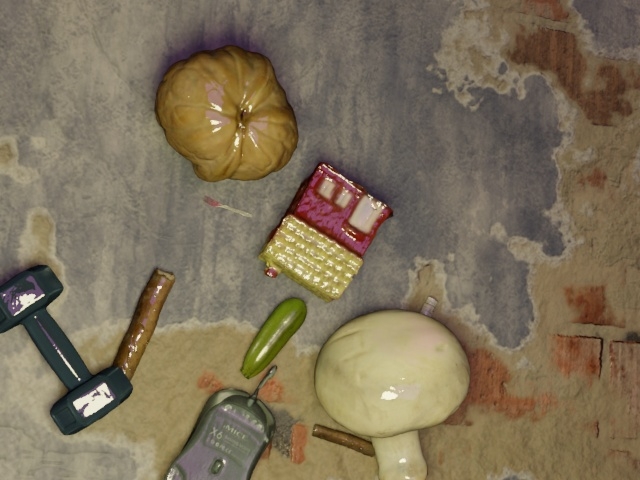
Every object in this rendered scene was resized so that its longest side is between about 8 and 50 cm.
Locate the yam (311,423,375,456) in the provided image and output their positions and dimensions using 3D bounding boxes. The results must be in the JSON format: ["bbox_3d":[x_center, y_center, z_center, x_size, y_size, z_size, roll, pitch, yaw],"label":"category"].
[{"bbox_3d":[0.051,0.421,1.962,0.145,0.032,0.032,22,75,-13],"label":"yam"}]

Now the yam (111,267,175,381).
[{"bbox_3d":[-0.357,0.168,1.871,0.057,0.057,0.241,25,74,-11],"label":"yam"}]

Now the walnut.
[{"bbox_3d":[-0.190,-0.255,1.886,0.296,0.285,0.285,24,74,-23],"label":"walnut"}]

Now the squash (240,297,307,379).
[{"bbox_3d":[-0.099,0.203,1.941,0.066,0.066,0.201,38,79,-7],"label":"squash"}]

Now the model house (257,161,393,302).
[{"bbox_3d":[0.000,0.000,1.958,0.196,0.160,0.254,35,74,-8],"label":"model house"}]

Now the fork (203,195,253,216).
[{"bbox_3d":[-0.198,-0.070,1.986,0.115,0.012,0.016,19,79,-18],"label":"fork"}]

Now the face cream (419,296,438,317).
[{"bbox_3d":[0.225,0.179,2.064,0.038,0.020,0.115,32,74,-10],"label":"face cream"}]

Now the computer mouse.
[{"bbox_3d":[-0.188,0.412,1.864,0.167,0.090,0.379,36,67,-8],"label":"computer mouse"}]

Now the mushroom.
[{"bbox_3d":[0.141,0.297,1.862,0.315,0.315,0.356,9,63,-15],"label":"mushroom"}]

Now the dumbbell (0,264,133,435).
[{"bbox_3d":[-0.504,0.207,1.772,0.156,0.143,0.316,-35,92,-20],"label":"dumbbell"}]
